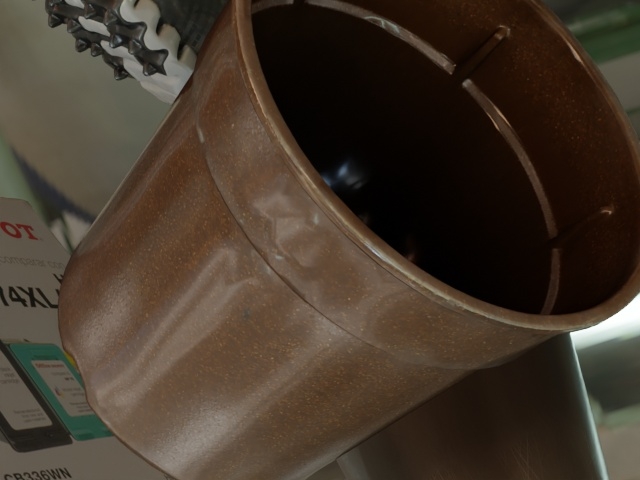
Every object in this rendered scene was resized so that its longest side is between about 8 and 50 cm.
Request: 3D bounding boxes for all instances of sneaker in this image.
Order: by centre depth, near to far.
[{"bbox_3d":[-0.043,-0.103,0.711,0.078,0.234,0.106,22,-105,44],"label":"sneaker"}]

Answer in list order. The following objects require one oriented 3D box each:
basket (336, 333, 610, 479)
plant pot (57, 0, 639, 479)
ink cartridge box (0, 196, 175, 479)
[{"bbox_3d":[0.085,0.110,1.017,0.204,0.154,0.227,-39,-141,18],"label":"basket"},{"bbox_3d":[0.000,0.000,0.573,0.165,0.167,0.167,-45,-176,39],"label":"plant pot"},{"bbox_3d":[-0.185,0.132,0.788,0.197,0.270,0.198,-48,157,17],"label":"ink cartridge box"}]
